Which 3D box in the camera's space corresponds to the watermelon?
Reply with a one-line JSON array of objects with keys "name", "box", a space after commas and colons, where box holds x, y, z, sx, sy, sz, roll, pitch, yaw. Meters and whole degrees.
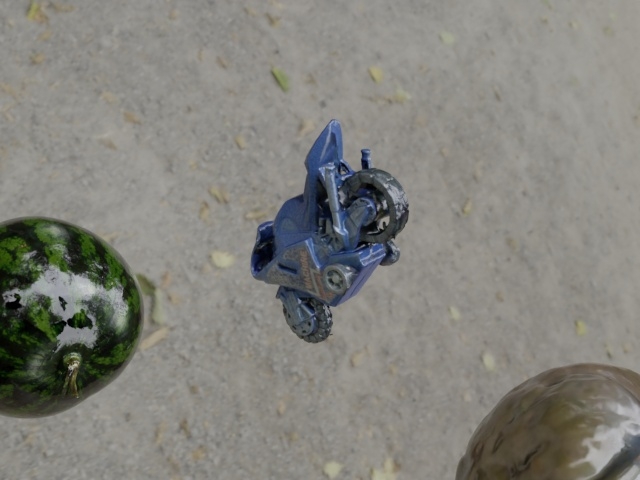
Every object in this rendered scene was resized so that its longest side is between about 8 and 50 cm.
[{"name": "watermelon", "box": [-0.363, 0.095, 1.278, 0.269, 0.269, 0.269, 29, 48, -38]}]

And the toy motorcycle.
[{"name": "toy motorcycle", "box": [0.000, 0.000, 0.845, 0.114, 0.205, 0.076, 46, 44, 16]}]

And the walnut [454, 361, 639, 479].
[{"name": "walnut", "box": [0.247, 0.240, 0.895, 0.248, 0.248, 0.248, 29, 48, -38]}]
